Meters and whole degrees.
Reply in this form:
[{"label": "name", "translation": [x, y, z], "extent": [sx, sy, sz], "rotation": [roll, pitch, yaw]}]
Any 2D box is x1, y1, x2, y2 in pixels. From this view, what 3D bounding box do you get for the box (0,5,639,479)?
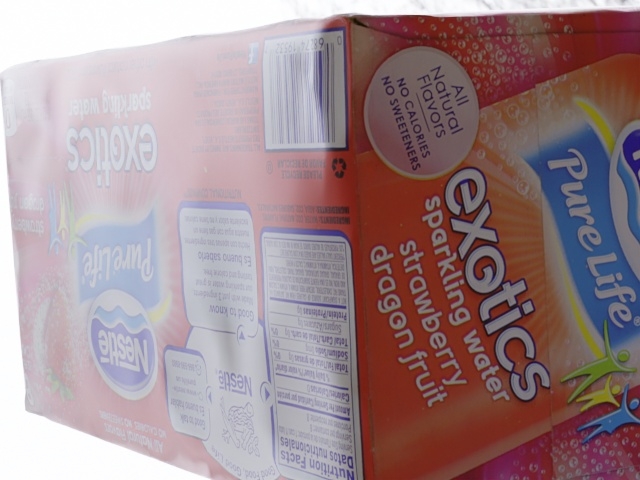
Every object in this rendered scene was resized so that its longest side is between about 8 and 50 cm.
[{"label": "box", "translation": [0.000, 0.000, 0.535], "extent": [0.123, 0.257, 0.128], "rotation": [-5, -86, -29]}]
